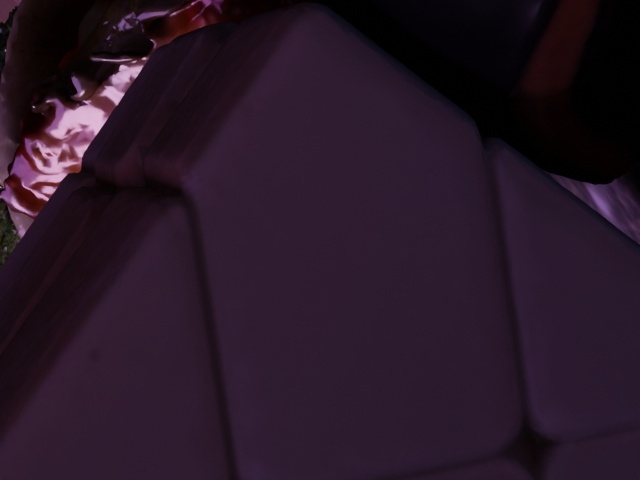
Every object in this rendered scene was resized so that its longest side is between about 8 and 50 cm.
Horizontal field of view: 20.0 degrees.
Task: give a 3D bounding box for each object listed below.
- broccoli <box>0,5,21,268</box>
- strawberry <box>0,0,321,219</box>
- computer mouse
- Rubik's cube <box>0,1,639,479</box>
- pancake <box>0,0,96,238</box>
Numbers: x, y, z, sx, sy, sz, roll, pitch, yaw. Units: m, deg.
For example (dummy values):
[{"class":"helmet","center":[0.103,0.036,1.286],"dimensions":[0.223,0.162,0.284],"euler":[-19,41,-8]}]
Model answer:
[{"class":"broccoli","center":[-0.118,-0.047,1.338],"dimensions":[0.321,0.310,0.413],"euler":[41,-152,-13]},{"class":"strawberry","center":[-0.006,-0.069,0.985],"dimensions":[0.280,0.253,0.150],"euler":[25,-140,-12]},{"class":"computer mouse","center":[0.046,-0.119,0.657],"dimensions":[0.183,0.116,0.323],"euler":[49,174,23]},{"class":"Rubik's cube","center":[-0.005,0.122,0.757],"dimensions":[0.322,0.319,0.316],"euler":[36,175,-14]},{"class":"pancake","center":[-0.069,-0.063,1.099],"dimensions":[0.282,0.282,0.049],"euler":[49,155,-12]}]
